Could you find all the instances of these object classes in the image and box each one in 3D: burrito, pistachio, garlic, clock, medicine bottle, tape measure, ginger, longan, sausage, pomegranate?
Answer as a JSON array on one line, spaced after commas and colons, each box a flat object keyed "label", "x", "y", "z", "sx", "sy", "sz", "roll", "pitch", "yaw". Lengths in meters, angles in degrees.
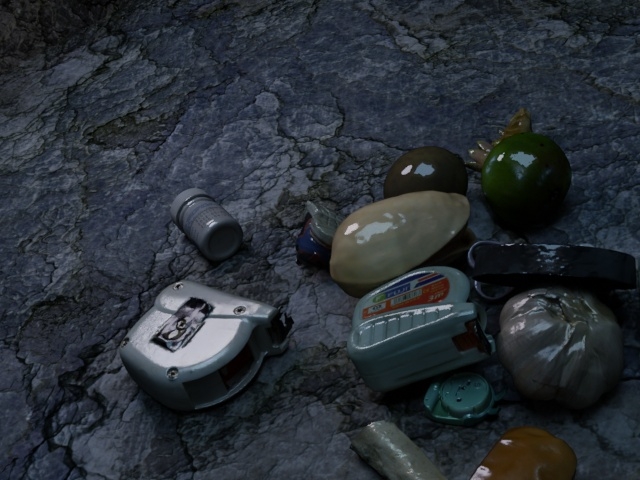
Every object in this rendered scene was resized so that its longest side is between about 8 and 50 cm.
[{"label": "burrito", "x": 0.137, "y": 0.364, "z": 1.673, "sx": 0.060, "sy": 0.087, "sz": 0.226, "roll": 11, "pitch": 20, "yaw": -43}, {"label": "pistachio", "x": 0.155, "y": 0.009, "z": 2.000, "sx": 0.299, "sy": 0.187, "sz": 0.187, "roll": -22, "pitch": 38, "yaw": -7}, {"label": "garlic", "x": 0.398, "y": 0.161, "z": 1.729, "sx": 0.228, "sy": 0.152, "sz": 0.228, "roll": 10, "pitch": 55, "yaw": -15}, {"label": "clock", "x": 0.404, "y": 0.049, "z": 1.818, "sx": 0.280, "sy": 0.280, "sz": 0.055, "roll": 2, "pitch": 83, "yaw": 22}, {"label": "medicine bottle", "x": -0.247, "y": -0.035, "z": 2.280, "sx": 0.105, "sy": 0.105, "sz": 0.168, "roll": -30, "pitch": 40, "yaw": -16}, {"label": "tape measure", "x": 0.177, "y": 0.154, "z": 1.836, "sx": 0.243, "sy": 0.125, "sz": 0.246, "roll": -21, "pitch": 24, "yaw": 17}, {"label": "ginger", "x": 0.414, "y": -0.191, "z": 2.241, "sx": 0.115, "sy": 0.081, "sz": 0.205, "roll": -24, "pitch": 42, "yaw": 19}, {"label": "longan", "x": 0.208, "y": -0.103, "z": 2.155, "sx": 0.159, "sy": 0.204, "sz": 0.185, "roll": 53, "pitch": 34, "yaw": 11}, {"label": "sausage", "x": 0.288, "y": 0.373, "z": 1.563, "sx": 0.136, "sy": 0.120, "sz": 0.241, "roll": 24, "pitch": 52, "yaw": 22}, {"label": "clock", "x": 0.249, "y": 0.264, "z": 1.774, "sx": 0.135, "sy": 0.041, "sz": 0.101, "roll": 6, "pitch": 44, "yaw": 27}, {"label": "tape measure", "x": -0.226, "y": 0.191, "z": 1.977, "sx": 0.258, "sy": 0.130, "sz": 0.265, "roll": 16, "pitch": 49, "yaw": 32}, {"label": "pomegranate", "x": 0.387, "y": -0.135, "z": 2.101, "sx": 0.187, "sy": 0.187, "sz": 0.225, "roll": -37, "pitch": 44, "yaw": -23}]

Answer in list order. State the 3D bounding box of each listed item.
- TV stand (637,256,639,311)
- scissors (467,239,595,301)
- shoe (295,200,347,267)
[{"label": "TV stand", "x": 0.576, "y": 0.145, "z": 1.760, "sx": 0.083, "sy": 0.088, "sz": 0.269, "roll": -4, "pitch": 41, "yaw": 17}, {"label": "scissors", "x": 0.400, "y": 0.043, "z": 1.976, "sx": 0.242, "sy": 0.030, "sz": 0.118, "roll": -10, "pitch": 71, "yaw": -3}, {"label": "shoe", "x": -0.001, "y": 0.000, "z": 2.170, "sx": 0.099, "sy": 0.125, "sz": 0.227, "roll": 21, "pitch": 13, "yaw": -8}]
